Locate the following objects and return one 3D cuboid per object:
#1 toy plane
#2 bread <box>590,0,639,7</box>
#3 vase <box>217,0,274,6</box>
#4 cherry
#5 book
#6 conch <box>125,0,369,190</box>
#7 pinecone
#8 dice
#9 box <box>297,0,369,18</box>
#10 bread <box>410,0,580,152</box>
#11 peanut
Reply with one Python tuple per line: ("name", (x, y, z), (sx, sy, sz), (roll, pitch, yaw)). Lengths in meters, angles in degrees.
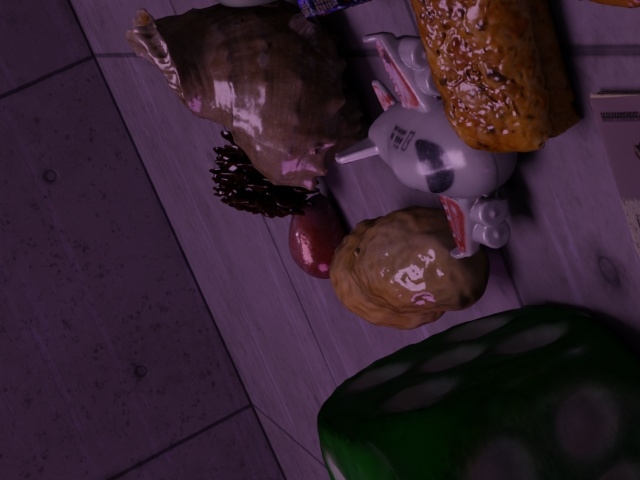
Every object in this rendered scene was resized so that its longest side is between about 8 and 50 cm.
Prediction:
("toy plane", (0.109, -0.097, 1.322), (0.252, 0.118, 0.252), (53, 162, 26))
("bread", (0.166, -0.286, 0.861), (0.139, 0.077, 0.271), (26, 142, 61))
("vase", (-0.093, -0.398, 1.501), (0.128, 0.128, 0.248), (-143, 38, -60))
("cherry", (-0.006, 0.001, 1.945), (0.126, 0.087, 0.106), (62, 159, -8))
("book", (0.273, -0.033, 1.038), (0.182, 0.014, 0.127), (70, 164, -11))
("conch", (-0.069, -0.209, 1.605), (0.324, 0.186, 0.263), (41, -173, -21))
("pinecone", (-0.076, -0.117, 1.865), (0.163, 0.163, 0.165), (167, 110, -75))
("dice", (0.185, 0.246, 1.309), (0.297, 0.287, 0.300), (66, 166, -8))
("box", (0.027, -0.328, 1.260), (0.198, 0.084, 0.310), (66, 165, -12))
("bread", (0.141, -0.172, 1.107), (0.114, 0.083, 0.211), (7, 129, 45))
("peanut", (0.101, 0.032, 1.534), (0.149, 0.149, 0.313), (63, 164, 1))
